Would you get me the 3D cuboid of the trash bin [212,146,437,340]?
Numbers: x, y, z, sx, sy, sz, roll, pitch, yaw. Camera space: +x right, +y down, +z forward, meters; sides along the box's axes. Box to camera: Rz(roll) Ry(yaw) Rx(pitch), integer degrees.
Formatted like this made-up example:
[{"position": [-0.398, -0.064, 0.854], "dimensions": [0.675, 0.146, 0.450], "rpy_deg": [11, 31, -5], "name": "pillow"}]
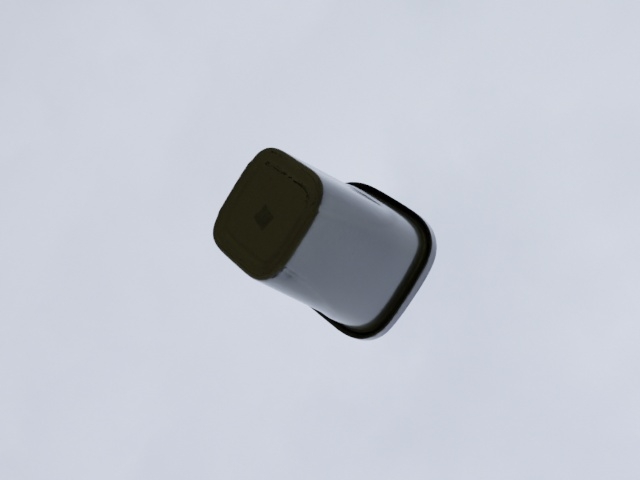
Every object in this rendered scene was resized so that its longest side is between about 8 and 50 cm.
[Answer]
[{"position": [0.000, 0.000, 1.015], "dimensions": [0.219, 0.250, 0.220], "rpy_deg": [35, -84, 42], "name": "trash bin"}]
